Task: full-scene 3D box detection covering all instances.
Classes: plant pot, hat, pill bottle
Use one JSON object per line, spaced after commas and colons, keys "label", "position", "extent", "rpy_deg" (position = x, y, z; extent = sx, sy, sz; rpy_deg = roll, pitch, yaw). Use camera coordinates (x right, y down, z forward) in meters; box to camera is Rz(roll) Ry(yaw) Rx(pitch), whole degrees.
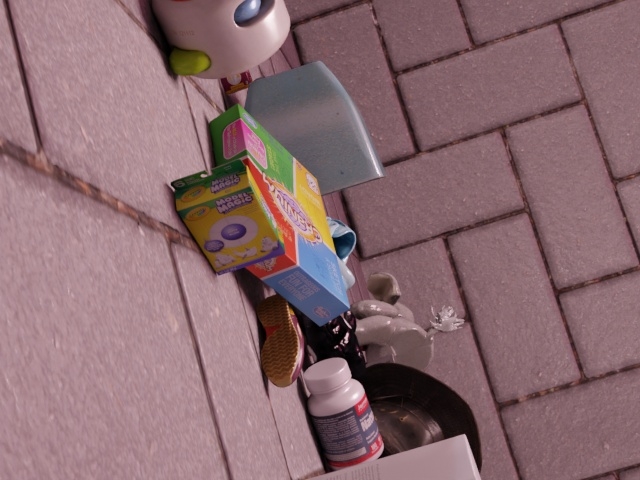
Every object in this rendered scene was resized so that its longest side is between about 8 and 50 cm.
{"label": "plant pot", "position": [-0.026, -0.208, 1.963], "extent": [0.247, 0.247, 0.252], "rpy_deg": [-30, 104, -83]}
{"label": "hat", "position": [0.136, 0.391, 1.892], "extent": [0.134, 0.331, 0.331], "rpy_deg": [-10, 81, -50]}
{"label": "pill bottle", "position": [0.036, 0.305, 1.776], "extent": [0.108, 0.107, 0.180], "rpy_deg": [-87, 158, -73]}

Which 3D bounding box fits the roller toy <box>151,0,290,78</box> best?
{"label": "roller toy", "position": [-0.154, -0.358, 1.542], "extent": [0.209, 0.191, 0.146], "rpy_deg": [-99, 169, -50]}

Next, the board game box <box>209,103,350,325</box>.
{"label": "board game box", "position": [-0.070, -0.044, 1.654], "extent": [0.242, 0.064, 0.317], "rpy_deg": [41, 24, -42]}

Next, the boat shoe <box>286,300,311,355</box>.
{"label": "boat shoe", "position": [-0.024, 0.122, 1.897], "extent": [0.084, 0.079, 0.233], "rpy_deg": [-98, 168, -47]}

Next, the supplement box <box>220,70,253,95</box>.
{"label": "supplement box", "position": [-0.171, -0.333, 1.960], "extent": [0.043, 0.054, 0.083], "rpy_deg": [-83, 154, -72]}

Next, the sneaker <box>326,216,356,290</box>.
{"label": "sneaker", "position": [0.000, 0.000, 2.092], "extent": [0.366, 0.150, 0.135], "rpy_deg": [-103, 173, -47]}

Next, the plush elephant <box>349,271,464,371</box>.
{"label": "plush elephant", "position": [0.151, 0.230, 2.392], "extent": [0.272, 0.330, 0.255], "rpy_deg": [64, -10, -14]}

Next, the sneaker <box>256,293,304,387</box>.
{"label": "sneaker", "position": [-0.051, 0.168, 1.562], "extent": [0.186, 0.069, 0.084], "rpy_deg": [-99, 164, -50]}

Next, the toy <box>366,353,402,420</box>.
{"label": "toy", "position": [0.117, 0.322, 2.061], "extent": [0.237, 0.056, 0.137], "rpy_deg": [-36, -114, 57]}

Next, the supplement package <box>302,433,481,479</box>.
{"label": "supplement package", "position": [0.116, 0.437, 1.395], "extent": [0.199, 0.262, 0.198], "rpy_deg": [-96, 167, -59]}

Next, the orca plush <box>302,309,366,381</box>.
{"label": "orca plush", "position": [0.047, 0.181, 1.857], "extent": [0.151, 0.102, 0.287], "rpy_deg": [-40, 135, -37]}

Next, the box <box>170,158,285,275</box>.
{"label": "box", "position": [-0.121, -0.031, 1.336], "extent": [0.179, 0.105, 0.043], "rpy_deg": [64, 9, -49]}
